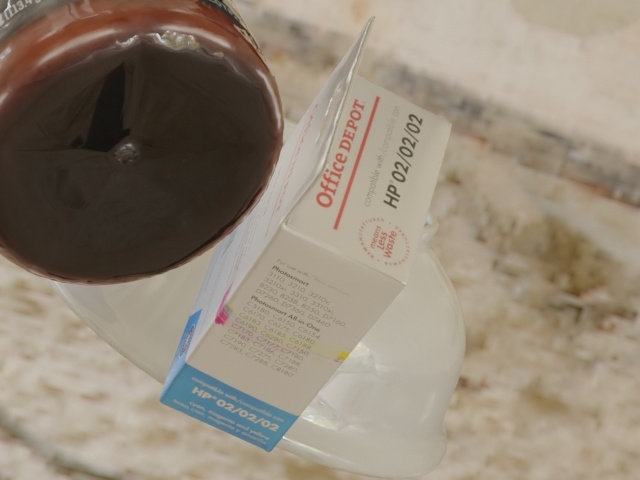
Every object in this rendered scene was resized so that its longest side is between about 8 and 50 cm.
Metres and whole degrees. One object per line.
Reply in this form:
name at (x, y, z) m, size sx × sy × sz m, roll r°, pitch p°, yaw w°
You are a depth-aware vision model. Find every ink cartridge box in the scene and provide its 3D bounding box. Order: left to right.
ink cartridge box at (0.000, 0.000, 0.862) m, size 0.062 × 0.181 × 0.104 m, roll 26°, pitch 47°, yaw -9°

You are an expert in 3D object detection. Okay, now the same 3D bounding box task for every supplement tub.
supplement tub at (-0.089, -0.082, 0.660) m, size 0.106 × 0.106 × 0.198 m, roll 8°, pitch 34°, yaw -30°

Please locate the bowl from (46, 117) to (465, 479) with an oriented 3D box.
bowl at (-0.018, 0.011, 1.225) m, size 0.298 × 0.134 × 0.298 m, roll 29°, pitch 14°, yaw -8°
